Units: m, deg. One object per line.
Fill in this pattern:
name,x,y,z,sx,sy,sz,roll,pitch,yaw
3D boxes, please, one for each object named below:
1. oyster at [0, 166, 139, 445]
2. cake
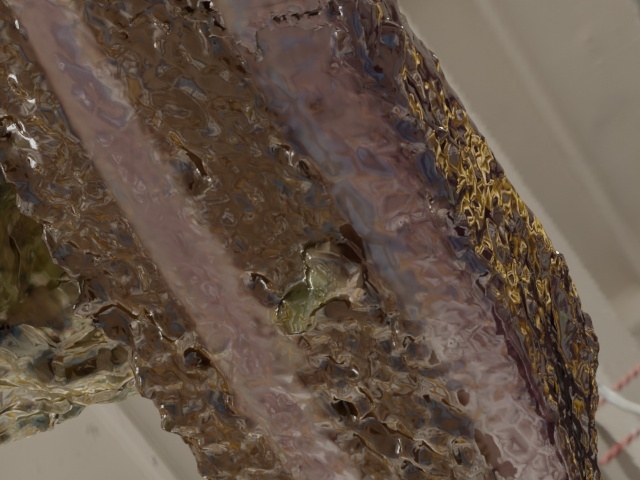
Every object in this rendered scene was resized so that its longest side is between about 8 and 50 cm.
oyster,-0.138,-0.019,0.671,0.396,0.111,0.204,-21,-94,21
cake,0.000,0.000,0.445,0.116,0.113,0.295,-13,-46,20
